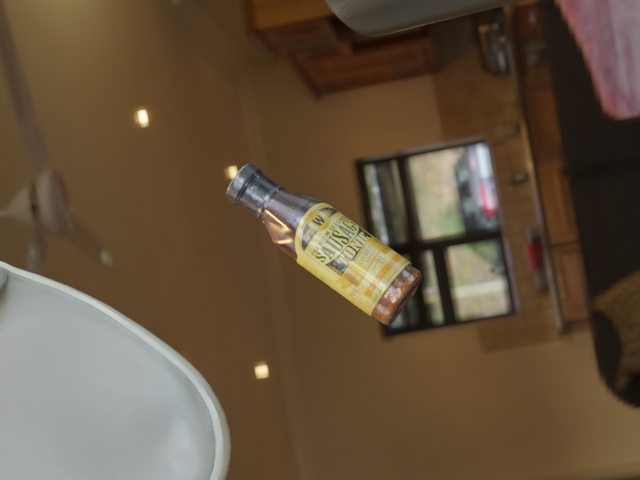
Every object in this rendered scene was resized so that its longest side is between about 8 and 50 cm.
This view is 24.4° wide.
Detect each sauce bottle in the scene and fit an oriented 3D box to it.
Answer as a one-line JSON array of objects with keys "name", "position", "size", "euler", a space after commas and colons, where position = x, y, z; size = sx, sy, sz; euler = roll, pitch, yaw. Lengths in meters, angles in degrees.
[{"name": "sauce bottle", "position": [0.000, 0.000, 0.893], "size": [0.042, 0.128, 0.042], "euler": [-54, -10, -13]}]

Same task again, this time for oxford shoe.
[{"name": "oxford shoe", "position": [-0.266, 0.063, 0.800], "size": [0.130, 0.449, 0.169], "euler": [118, 174, -83]}]

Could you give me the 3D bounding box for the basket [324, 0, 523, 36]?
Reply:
[{"name": "basket", "position": [0.106, -0.204, 0.793], "size": [0.204, 0.227, 0.154], "euler": [42, -139, -42]}]
